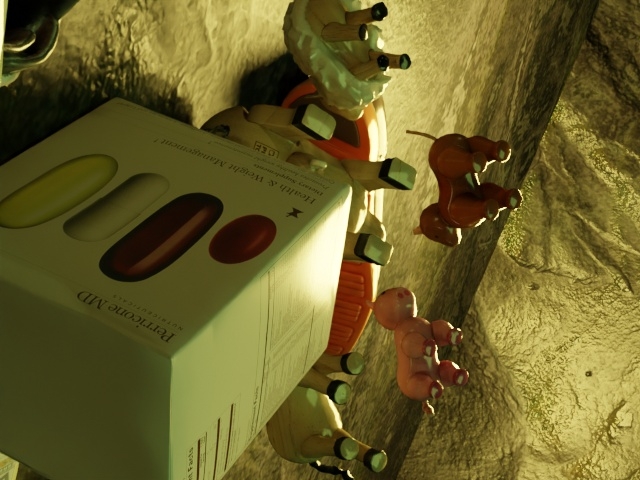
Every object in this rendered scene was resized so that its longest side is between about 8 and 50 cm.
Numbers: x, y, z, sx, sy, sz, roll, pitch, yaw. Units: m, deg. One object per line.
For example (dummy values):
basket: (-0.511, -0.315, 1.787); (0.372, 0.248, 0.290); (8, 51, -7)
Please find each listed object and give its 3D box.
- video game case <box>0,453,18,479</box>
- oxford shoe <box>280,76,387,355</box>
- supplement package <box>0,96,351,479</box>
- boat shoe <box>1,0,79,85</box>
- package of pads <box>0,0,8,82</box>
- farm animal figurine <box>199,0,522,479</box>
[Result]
video game case: (-0.294, 0.253, 0.650); (0.227, 0.026, 0.206); (-23, 132, -65)
oxford shoe: (0.022, -0.023, 1.073); (0.133, 0.130, 0.363); (-54, 158, -51)
supplement package: (-0.116, 0.036, 0.636); (0.203, 0.194, 0.149); (-47, 151, -49)
boat shoe: (-0.112, -0.127, 0.392); (0.335, 0.095, 0.112); (-40, 176, 18)
package of pads: (-0.200, -0.153, 0.196); (0.296, 0.101, 0.229); (-7, 119, -44)
farm animal figurine: (0.000, 0.000, 0.862); (0.327, 0.172, 0.330); (47, 65, -30)
